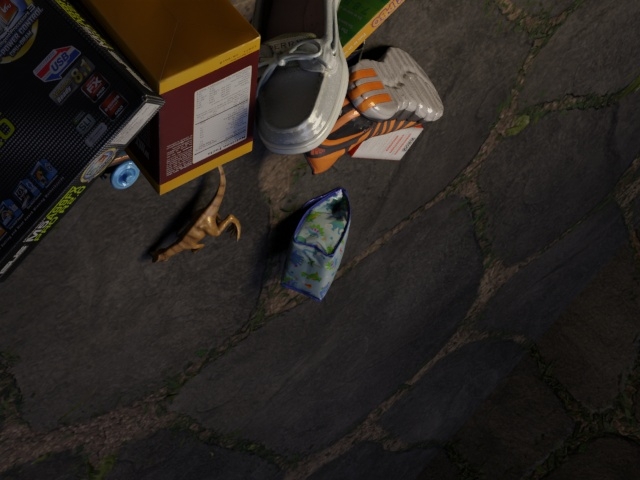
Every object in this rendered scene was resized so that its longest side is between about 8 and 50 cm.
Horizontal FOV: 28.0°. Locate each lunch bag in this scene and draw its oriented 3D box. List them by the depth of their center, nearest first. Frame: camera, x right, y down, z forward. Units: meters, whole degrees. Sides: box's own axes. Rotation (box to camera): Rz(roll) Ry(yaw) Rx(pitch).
[{"bbox_3d":[0.000,0.000,2.139,0.129,0.096,0.151,107,10,-49],"label":"lunch bag"}]

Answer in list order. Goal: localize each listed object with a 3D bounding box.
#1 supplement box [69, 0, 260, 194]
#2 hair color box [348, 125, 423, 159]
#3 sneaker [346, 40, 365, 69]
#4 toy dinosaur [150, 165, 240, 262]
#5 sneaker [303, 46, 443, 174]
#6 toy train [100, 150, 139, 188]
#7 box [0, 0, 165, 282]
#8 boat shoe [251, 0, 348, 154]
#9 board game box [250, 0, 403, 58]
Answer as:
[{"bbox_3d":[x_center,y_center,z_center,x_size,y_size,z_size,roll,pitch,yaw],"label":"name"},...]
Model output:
[{"bbox_3d":[-0.177,-0.196,1.438,0.129,0.191,0.194,-28,152,-24],"label":"supplement box"},{"bbox_3d":[0.097,-0.170,2.055,0.141,0.043,0.072,0,133,-54],"label":"hair color box"},{"bbox_3d":[0.001,-0.248,1.732,0.081,0.090,0.232,-15,144,-44],"label":"sneaker"},{"bbox_3d":[-0.166,-0.032,1.880,0.211,0.064,0.112,-52,152,21],"label":"toy dinosaur"},{"bbox_3d":[0.054,-0.190,1.900,0.180,0.125,0.321,-34,169,26],"label":"sneaker"},{"bbox_3d":[-0.218,-0.136,1.623,0.184,0.080,0.105,-20,139,-34],"label":"toy train"},{"bbox_3d":[-0.326,-0.121,1.314,0.270,0.216,0.060,-46,173,11],"label":"box"},{"bbox_3d":[-0.031,-0.253,1.485,0.118,0.320,0.103,-2,157,22],"label":"boat shoe"},{"bbox_3d":[0.005,-0.288,1.631,0.259,0.124,0.039,-43,156,4],"label":"board game box"}]
